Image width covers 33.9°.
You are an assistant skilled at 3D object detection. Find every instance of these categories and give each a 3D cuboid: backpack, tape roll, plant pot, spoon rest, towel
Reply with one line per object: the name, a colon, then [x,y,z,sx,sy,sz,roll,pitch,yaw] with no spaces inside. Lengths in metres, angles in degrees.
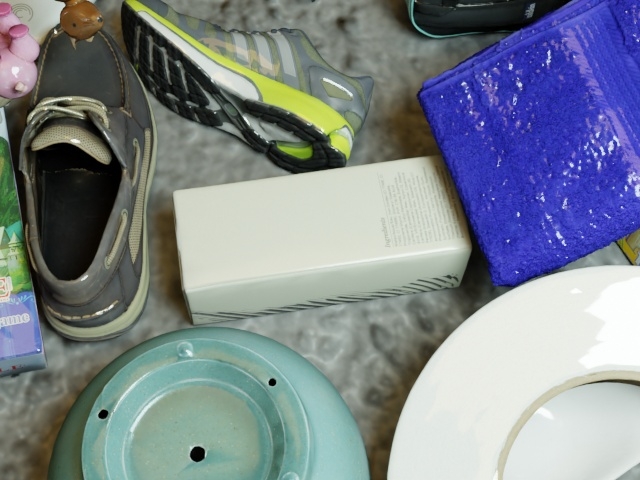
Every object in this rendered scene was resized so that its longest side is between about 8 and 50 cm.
backpack: [0.173,-0.306,1.134,0.188,0.166,0.144,-15,64,-12]
tape roll: [0.251,0.213,0.878,0.392,0.072,0.392,-2,79,8]
plant pot: [-0.095,0.194,0.872,0.293,0.196,0.293,1,65,-2]
spoon rest: [0.267,0.166,0.955,0.276,0.084,0.137,-5,67,-5]
towel: [0.244,-0.119,0.914,0.308,0.076,0.227,-30,65,23]

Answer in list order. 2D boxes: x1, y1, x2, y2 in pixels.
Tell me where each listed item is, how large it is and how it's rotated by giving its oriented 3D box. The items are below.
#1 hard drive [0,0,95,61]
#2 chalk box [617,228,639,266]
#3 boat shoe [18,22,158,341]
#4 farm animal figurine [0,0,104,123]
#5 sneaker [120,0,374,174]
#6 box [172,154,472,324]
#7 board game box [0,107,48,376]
hard drive: [-0.322,-0.390,1.229,0.233,0.047,0.353,25,67,11]
chalk box: [0.380,-0.041,0.985,0.132,0.213,0.132,-25,67,-12]
boat shoe: [-0.227,-0.082,1.036,0.132,0.130,0.355,-9,65,-6]
farm animal figurine: [-0.357,-0.162,0.943,0.327,0.172,0.330,15,48,16]
sneaker: [-0.079,-0.180,1.114,0.300,0.111,0.121,32,58,7]
box: [0.000,0.000,1.023,0.275,0.094,0.113,-7,64,-4]
board game box: [-0.444,-0.006,0.990,0.319,0.066,0.318,-10,71,-16]
